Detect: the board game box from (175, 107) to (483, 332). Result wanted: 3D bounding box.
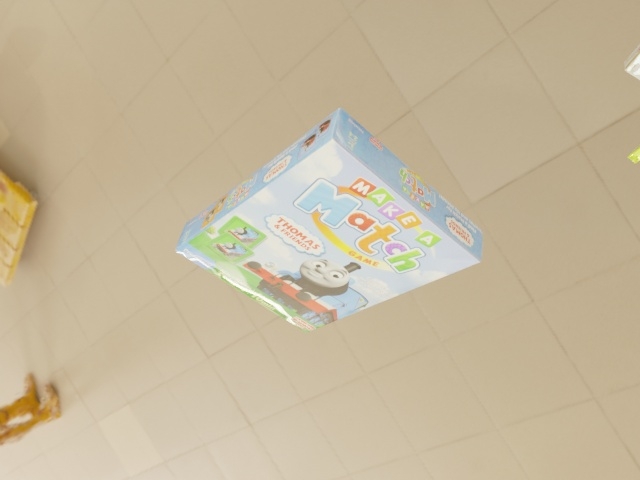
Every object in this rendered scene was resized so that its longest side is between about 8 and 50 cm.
[{"bbox_3d":[0.000,0.000,0.507,0.160,0.039,0.211,36,137,-25],"label":"board game box"}]

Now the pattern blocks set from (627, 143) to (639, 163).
[{"bbox_3d":[0.591,-0.218,0.913,0.026,0.325,0.285,48,141,10],"label":"pattern blocks set"}]

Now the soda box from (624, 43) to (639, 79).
[{"bbox_3d":[0.868,-0.404,1.496,0.216,0.069,0.074,33,131,1],"label":"soda box"}]
